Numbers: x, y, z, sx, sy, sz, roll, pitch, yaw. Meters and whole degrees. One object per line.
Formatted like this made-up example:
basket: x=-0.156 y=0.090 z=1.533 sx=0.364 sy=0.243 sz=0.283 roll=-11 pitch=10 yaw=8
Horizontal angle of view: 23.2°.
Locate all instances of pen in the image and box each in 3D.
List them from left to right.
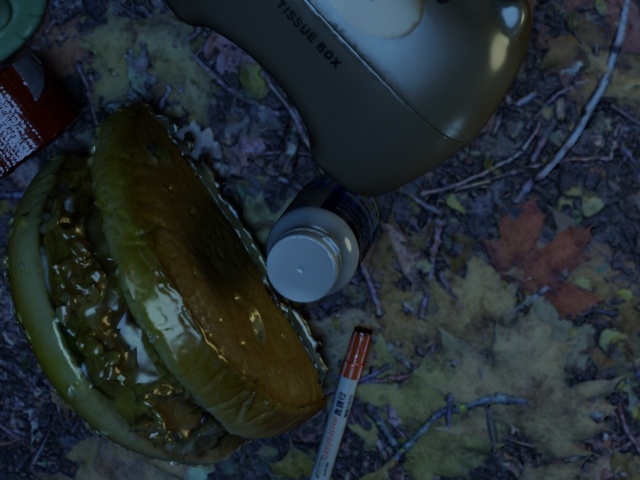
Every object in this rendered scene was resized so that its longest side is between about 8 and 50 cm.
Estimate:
pen: x=0.023 y=0.213 z=1.937 sx=0.028 sy=0.028 sz=0.239 roll=18 pitch=113 yaw=7

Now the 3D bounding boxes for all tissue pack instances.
tissue pack: x=0.041 y=-0.266 z=1.629 sx=0.277 sy=0.267 sz=0.387 roll=-39 pitch=99 yaw=26

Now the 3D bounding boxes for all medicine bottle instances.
medicine bottle: x=0.000 y=0.000 z=1.777 sx=0.107 sy=0.191 sz=0.107 roll=4 pitch=110 yaw=12

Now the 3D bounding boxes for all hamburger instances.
hamburger: x=-0.212 y=0.091 z=1.816 sx=0.268 sy=0.287 sz=0.445 roll=-26 pitch=99 yaw=22

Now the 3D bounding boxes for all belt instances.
belt: x=-0.391 y=-0.138 z=1.857 sx=0.201 sy=0.128 sz=0.124 roll=-33 pitch=100 yaw=23

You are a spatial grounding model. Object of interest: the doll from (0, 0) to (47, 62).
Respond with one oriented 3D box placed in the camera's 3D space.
doll: x=-0.482 y=-0.305 z=1.809 sx=0.268 sy=0.216 sz=0.284 roll=-36 pitch=116 yaw=-2
